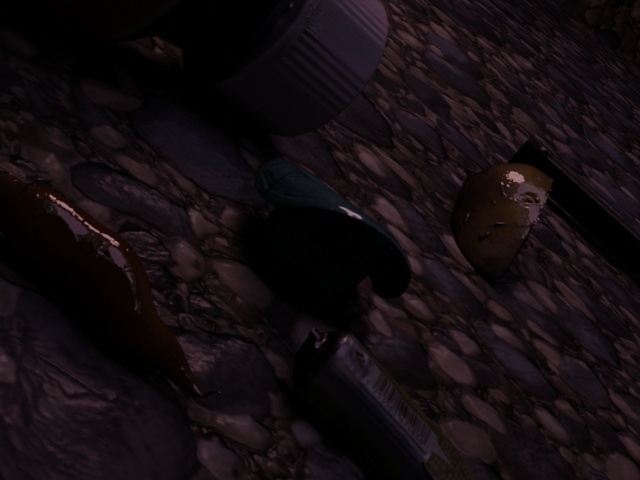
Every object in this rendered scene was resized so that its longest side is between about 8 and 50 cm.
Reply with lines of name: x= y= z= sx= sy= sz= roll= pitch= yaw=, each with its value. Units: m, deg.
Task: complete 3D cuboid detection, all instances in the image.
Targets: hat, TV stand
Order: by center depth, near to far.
hat: x=0.000 y=0.000 z=1.167 sx=0.138 sy=0.078 sz=0.191 roll=42 pitch=0 yaw=-19
TV stand: x=0.350 y=-0.030 z=1.879 sx=0.256 sy=0.049 sz=0.040 roll=43 pitch=22 yaw=5

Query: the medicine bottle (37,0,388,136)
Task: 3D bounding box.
medicine bottle: x=-0.114 y=-0.252 z=1.258 sx=0.395 sy=0.242 sz=0.242 roll=38 pitch=19 yaw=-32

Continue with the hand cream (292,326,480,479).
hand cream: x=0.066 y=0.153 z=1.011 sx=0.235 sy=0.055 sz=0.086 roll=46 pitch=22 yaw=-6

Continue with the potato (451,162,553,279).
potato: x=0.182 y=-0.039 z=1.538 sx=0.089 sy=0.101 sz=0.172 roll=35 pitch=23 yaw=-1

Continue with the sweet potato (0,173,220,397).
sweet potato: x=-0.133 y=0.028 z=0.901 sx=0.195 sy=0.056 sz=0.056 roll=47 pitch=21 yaw=7
